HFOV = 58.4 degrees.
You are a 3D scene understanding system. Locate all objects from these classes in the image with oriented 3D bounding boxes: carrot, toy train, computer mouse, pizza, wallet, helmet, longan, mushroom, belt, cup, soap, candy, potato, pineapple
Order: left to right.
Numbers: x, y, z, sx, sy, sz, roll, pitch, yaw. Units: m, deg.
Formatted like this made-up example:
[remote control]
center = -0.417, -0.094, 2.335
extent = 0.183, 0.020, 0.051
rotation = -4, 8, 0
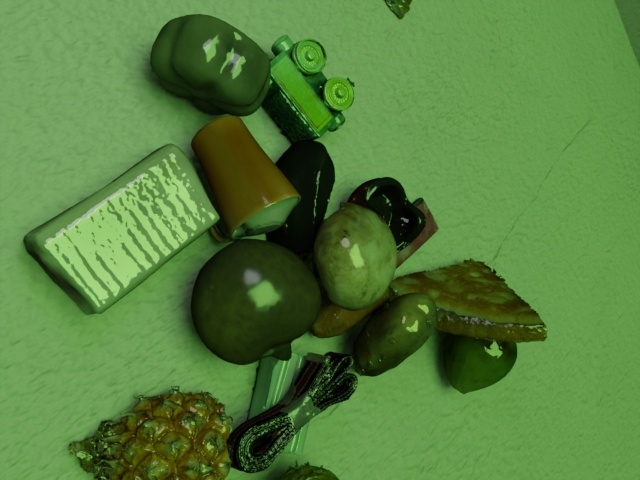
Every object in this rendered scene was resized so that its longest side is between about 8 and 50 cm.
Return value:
[candy]
center = -0.395, -0.027, 1.185
extent = 0.358, 0.145, 0.208
rotation = -42, 107, -29
[pineapple]
center = -0.338, 0.454, 1.125
extent = 0.286, 0.209, 0.345
rotation = 22, 74, -30
[cup]
center = -0.191, -0.127, 1.300
extent = 0.264, 0.226, 0.182
rotation = 59, 23, 7
[longan]
center = -0.141, 0.137, 1.278
extent = 0.300, 0.243, 0.300
rotation = -3, 100, -20
[soap]
center = -0.093, 0.379, 1.372
extent = 0.145, 0.091, 0.231
rotation = 25, 70, -32
[belt]
center = -0.060, 0.380, 1.282
extent = 0.359, 0.094, 0.126
rotation = -37, 108, -32
[computer mouse]
center = -0.062, -0.111, 1.394
extent = 0.087, 0.168, 0.296
rotation = 23, 75, -51
[toy train]
center = -0.048, -0.378, 1.457
extent = 0.188, 0.159, 0.272
rotation = -47, 110, -22
[carrot]
center = 0.057, 0.163, 1.482
extent = 0.225, 0.159, 0.159
rotation = -41, 107, -16
[mushroom]
center = 0.077, 0.035, 1.337
extent = 0.254, 0.184, 0.255
rotation = 9, 76, -41
[helmet]
center = 0.160, -0.061, 1.530
extent = 0.189, 0.193, 0.216
rotation = -2, 93, -39
[potato]
center = 0.174, 0.244, 1.459
extent = 0.141, 0.296, 0.191
rotation = 40, 34, 4
[wallet]
center = 0.254, -0.020, 1.691
extent = 0.232, 0.025, 0.119
rotation = -39, 106, -30
[pizza]
center = 0.429, 0.166, 1.640
extent = 0.406, 0.439, 0.130
rotation = -35, 133, -58

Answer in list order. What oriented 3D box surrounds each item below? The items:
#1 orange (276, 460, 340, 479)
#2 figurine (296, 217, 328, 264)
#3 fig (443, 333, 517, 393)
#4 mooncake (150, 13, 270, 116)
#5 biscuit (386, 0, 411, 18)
[orange]
center = -0.008, 0.655, 1.269
extent = 0.223, 0.300, 0.301
rotation = -31, 147, -14
[figurine]
center = 0.002, 0.004, 1.500
extent = 0.101, 0.068, 0.143
rotation = 24, 83, -25
[fig]
center = 0.460, 0.328, 1.679
extent = 0.230, 0.207, 0.207
rotation = -40, 106, -25
[mooncake]
center = -0.242, -0.372, 1.265
extent = 0.275, 0.275, 0.135
rotation = 26, 78, -29
[biscuit]
center = 0.193, -0.827, 1.741
extent = 0.273, 0.036, 0.187
rotation = 31, 68, -27
